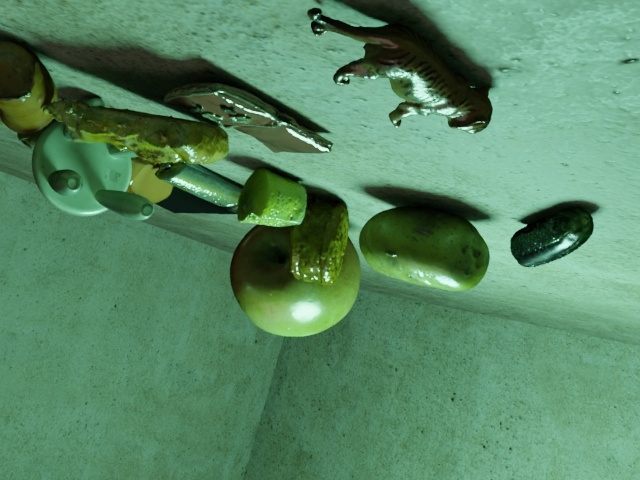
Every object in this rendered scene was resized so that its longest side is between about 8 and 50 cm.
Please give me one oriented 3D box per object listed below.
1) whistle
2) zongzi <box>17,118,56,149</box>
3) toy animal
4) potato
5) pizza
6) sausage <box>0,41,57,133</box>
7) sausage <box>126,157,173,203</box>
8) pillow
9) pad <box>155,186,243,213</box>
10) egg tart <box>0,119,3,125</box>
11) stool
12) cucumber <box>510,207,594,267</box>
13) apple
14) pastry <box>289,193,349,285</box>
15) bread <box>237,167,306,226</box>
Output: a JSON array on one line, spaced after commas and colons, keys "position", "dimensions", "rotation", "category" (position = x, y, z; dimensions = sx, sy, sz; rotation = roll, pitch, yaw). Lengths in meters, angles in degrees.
[{"position": [-0.239, -0.117, 1.657], "dimensions": [0.057, 0.068, 0.326], "rotation": [38, -173, 40], "category": "whistle"}, {"position": [-0.563, -0.229, 1.506], "dimensions": [0.160, 0.078, 0.176], "rotation": [16, 163, 0], "category": "zongzi"}, {"position": [0.081, -0.162, 0.697], "dimensions": [0.099, 0.057, 0.241], "rotation": [1, 163, 40], "category": "toy animal"}, {"position": [0.192, 0.012, 1.362], "dimensions": [0.197, 0.148, 0.228], "rotation": [5, -179, -34], "category": "potato"}, {"position": [-0.281, -0.163, 1.116], "dimensions": [0.288, 0.075, 0.280], "rotation": [11, -172, 8], "category": "pizza"}, {"position": [-0.475, -0.235, 1.162], "dimensions": [0.109, 0.109, 0.270], "rotation": [18, 172, -15], "category": "sausage"}, {"position": [-0.411, -0.147, 1.593], "dimensions": [0.136, 0.120, 0.241], "rotation": [29, 177, 18], "category": "sausage"}, {"position": [-0.097, -0.171, 1.031], "dimensions": [0.126, 0.043, 0.232], "rotation": [9, 171, 46], "category": "pillow"}, {"position": [-0.300, -0.102, 1.902], "dimensions": [0.367, 0.007, 0.247], "rotation": [2, 168, 26], "category": "pad"}, {"position": [-0.675, -0.276, 1.206], "dimensions": [0.315, 0.120, 0.315], "rotation": [18, 173, 2], "category": "egg tart"}, {"position": [-0.404, -0.139, 1.341], "dimensions": [0.195, 0.195, 0.199], "rotation": [22, 169, -39], "category": "stool"}, {"position": [0.371, -0.004, 1.165], "dimensions": [0.074, 0.074, 0.241], "rotation": [16, 171, -1], "category": "cucumber"}, {"position": [-0.062, 0.077, 1.780], "dimensions": [0.319, 0.319, 0.277], "rotation": [15, 169, 12], "category": "apple"}, {"position": [0.000, 0.000, 1.560], "dimensions": [0.103, 0.188, 0.189], "rotation": [10, 172, 11], "category": "pastry"}, {"position": [-0.099, -0.081, 1.451], "dimensions": [0.114, 0.111, 0.129], "rotation": [16, 172, -32], "category": "bread"}]
